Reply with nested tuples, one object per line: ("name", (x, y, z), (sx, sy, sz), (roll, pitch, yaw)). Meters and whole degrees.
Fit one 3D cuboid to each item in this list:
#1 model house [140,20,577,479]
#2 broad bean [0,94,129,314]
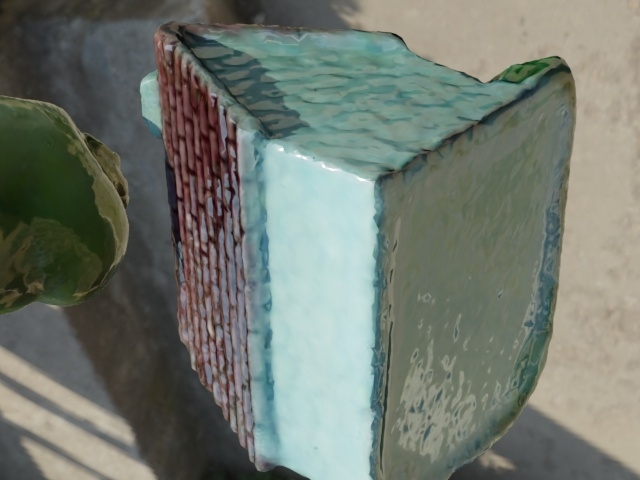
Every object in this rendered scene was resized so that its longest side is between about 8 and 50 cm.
("model house", (0.000, 0.000, 0.845), (0.249, 0.230, 0.280), (23, 126, 34))
("broad bean", (-0.215, -0.021, 0.864), (0.100, 0.228, 0.169), (33, 116, 25))
